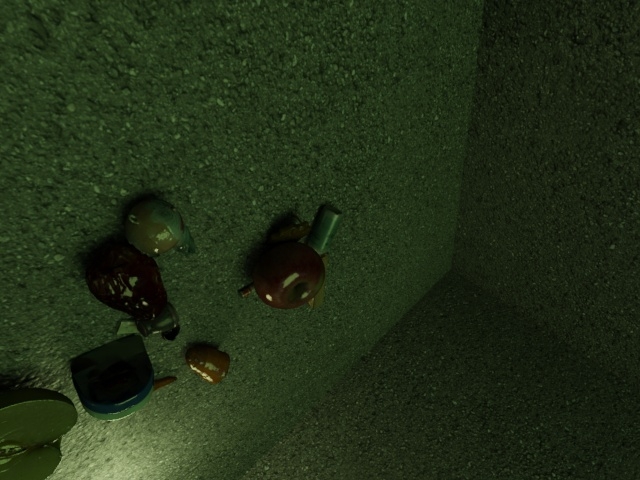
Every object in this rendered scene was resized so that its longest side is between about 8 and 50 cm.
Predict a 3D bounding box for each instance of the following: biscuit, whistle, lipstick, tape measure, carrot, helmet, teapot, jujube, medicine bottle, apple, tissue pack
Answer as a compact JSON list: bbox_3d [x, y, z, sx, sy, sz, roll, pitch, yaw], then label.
[{"bbox_3d":[-0.016,0.233,2.303,0.094,0.054,0.378,-28,139,-33],"label":"biscuit"},{"bbox_3d":[-0.508,-0.033,1.374,0.189,0.189,0.348,-52,158,-1],"label":"whistle"},{"bbox_3d":[-0.324,0.228,1.945,0.131,0.038,0.038,-30,141,-30],"label":"lipstick"},{"bbox_3d":[-0.754,0.524,1.524,0.259,0.262,0.138,-21,145,-37],"label":"tape measure"},{"bbox_3d":[-0.130,-0.026,1.850,0.215,0.034,0.182,-32,160,33],"label":"biscuit"},{"bbox_3d":[-0.547,0.568,1.910,0.159,0.159,0.225,-50,136,-4],"label":"carrot"},{"bbox_3d":[-0.631,0.382,1.711,0.065,0.049,0.084,47,52,-23],"label":"helmet"},{"bbox_3d":[-0.631,0.296,1.565,0.146,0.116,0.148,-29,138,-37],"label":"teapot"},{"bbox_3d":[-0.632,0.152,1.378,0.216,0.216,0.342,-36,149,-23],"label":"jujube"},{"bbox_3d":[0.000,0.000,2.057,0.110,0.110,0.351,-1,121,-50],"label":"medicine bottle"},{"bbox_3d":[-1.005,0.648,1.306,0.312,0.319,0.360,-25,154,33],"label":"apple"},{"bbox_3d":[-0.726,0.329,1.570,0.108,0.023,0.056,14,107,-55],"label":"tissue pack"},{"bbox_3d":[-0.150,0.148,1.870,0.345,0.269,0.344,-22,136,-24],"label":"apple"},{"bbox_3d":[-0.744,0.652,1.820,0.257,0.061,0.061,-4,124,-51],"label":"carrot"}]

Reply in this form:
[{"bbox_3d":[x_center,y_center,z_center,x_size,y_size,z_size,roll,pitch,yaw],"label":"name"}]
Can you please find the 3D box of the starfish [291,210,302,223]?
[{"bbox_3d":[-0.103,-0.101,1.865,0.016,0.092,0.086,-38,165,-1],"label":"starfish"}]
